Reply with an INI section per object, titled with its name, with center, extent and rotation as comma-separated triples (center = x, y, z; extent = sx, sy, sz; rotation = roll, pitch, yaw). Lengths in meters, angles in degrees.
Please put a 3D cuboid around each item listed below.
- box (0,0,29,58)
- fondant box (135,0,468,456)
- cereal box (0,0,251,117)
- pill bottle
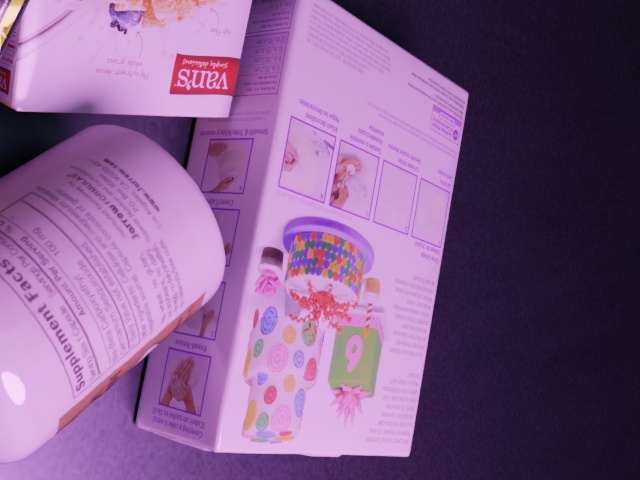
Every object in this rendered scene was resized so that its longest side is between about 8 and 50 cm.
[box]
center = -0.224, -0.144, 0.389
extent = 0.184, 0.045, 0.191
rotation = 24, 96, -42
[fondant box]
center = 0.000, 0.000, 0.695
extent = 0.238, 0.096, 0.331
rotation = 18, 79, -49
[cereal box]
center = -0.107, -0.196, 0.528
extent = 0.173, 0.047, 0.240
rotation = -8, 116, -49
[pill bottle]
center = -0.170, 0.043, 0.466
extent = 0.229, 0.131, 0.131
rotation = -42, 124, -39
